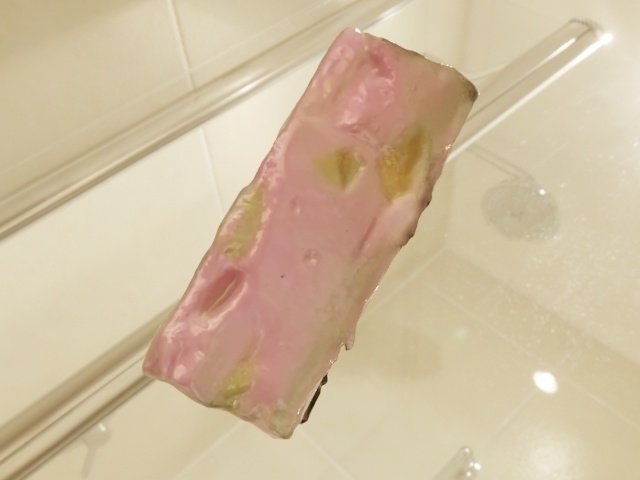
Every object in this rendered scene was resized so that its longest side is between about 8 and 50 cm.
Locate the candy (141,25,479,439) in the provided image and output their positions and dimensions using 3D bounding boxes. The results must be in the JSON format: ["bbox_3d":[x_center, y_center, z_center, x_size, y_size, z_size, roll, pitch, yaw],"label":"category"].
[{"bbox_3d":[0.000,0.000,0.488,0.116,0.265,0.155,30,-4,7],"label":"candy"}]
